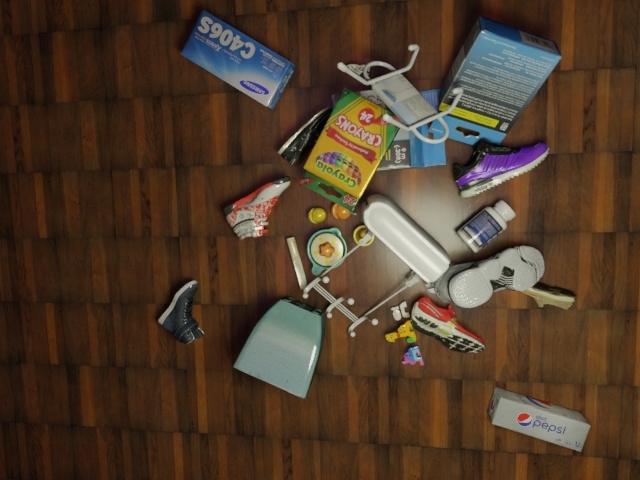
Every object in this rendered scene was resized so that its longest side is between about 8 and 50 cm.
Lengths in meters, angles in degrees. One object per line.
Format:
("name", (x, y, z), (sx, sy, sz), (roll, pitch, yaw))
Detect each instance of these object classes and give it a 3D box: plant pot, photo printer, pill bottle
("plant pot", (-0.103, 0.330, 1.526), (0.247, 0.247, 0.252), (22, 88, 6))
("photo printer", (0.252, -0.021, 1.414), (0.307, 0.256, 0.107), (43, 103, 2))
("pill bottle", (0.526, -0.048, 1.450), (0.169, 0.094, 0.094), (-42, 89, 11))

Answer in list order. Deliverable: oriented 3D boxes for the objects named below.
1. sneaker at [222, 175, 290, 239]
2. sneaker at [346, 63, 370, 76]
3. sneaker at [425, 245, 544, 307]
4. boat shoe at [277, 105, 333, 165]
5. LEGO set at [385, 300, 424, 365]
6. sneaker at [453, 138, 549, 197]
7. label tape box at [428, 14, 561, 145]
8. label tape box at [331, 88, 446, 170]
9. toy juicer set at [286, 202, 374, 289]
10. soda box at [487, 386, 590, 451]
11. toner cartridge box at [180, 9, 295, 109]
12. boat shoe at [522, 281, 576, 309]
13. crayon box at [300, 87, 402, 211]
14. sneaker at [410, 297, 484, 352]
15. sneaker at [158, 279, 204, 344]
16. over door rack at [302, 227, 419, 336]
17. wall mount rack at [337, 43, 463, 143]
("sneaker", (-0.191, -0.102, 1.561), (0.270, 0.090, 0.145), (-27, 92, 14))
("sneaker", (0.120, -0.553, 1.491), (0.083, 0.032, 0.037), (4, 96, 9))
("sneaker", (0.512, 0.106, 1.448), (0.365, 0.210, 0.137), (-17, 94, -21))
("boat shoe", (-0.037, -0.350, 1.518), (0.233, 0.084, 0.079), (-44, 99, 13))
("LEGO set", (0.272, 0.329, 1.535), (0.093, 0.087, 0.227), (-16, 92, 10))
("sneaker", (0.548, -0.257, 1.415), (0.293, 0.102, 0.146), (-27, 96, 10))
("label tape box", (0.495, -0.452, 1.358), (0.240, 0.106, 0.334), (15, 139, -8))
("label tape box", (0.219, -0.350, 1.457), (0.347, 0.115, 0.249), (-3, 96, 11))
("toy juicer set", (0.000, 0.000, 1.540), (0.329, 0.089, 0.209), (-36, 90, 11))
("soda box", (0.704, 0.578, 1.491), (0.286, 0.091, 0.098), (15, 99, 7))
("toner cartridge box", (-0.274, -0.599, 1.526), (0.347, 0.075, 0.165), (32, 101, 4))
("boat shoe", (0.710, 0.181, 1.465), (0.190, 0.068, 0.072), (16, 114, 8))
("crayon box", (0.088, -0.267, 1.391), (0.202, 0.081, 0.319), (29, 101, 4))
("sneaker", (0.428, 0.273, 1.500), (0.279, 0.118, 0.107), (31, 143, -10))
("sneaker", (-0.464, 0.265, 1.635), (0.163, 0.086, 0.226), (42, 110, 13))
("over door rack", (0.129, 0.148, 1.485), (0.239, 0.108, 0.324), (41, 109, -13))
("wall mount rack", (0.215, -0.416, 1.277), (0.304, 0.130, 0.350), (-27, 68, -24))
